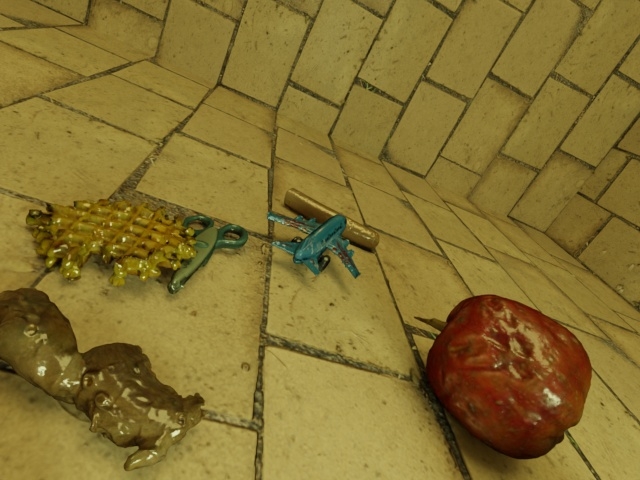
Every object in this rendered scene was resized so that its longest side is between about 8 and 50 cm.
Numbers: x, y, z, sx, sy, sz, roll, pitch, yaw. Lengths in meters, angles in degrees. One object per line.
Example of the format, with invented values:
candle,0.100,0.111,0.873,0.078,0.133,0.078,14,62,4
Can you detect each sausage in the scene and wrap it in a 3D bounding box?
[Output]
sausage,0.034,-0.060,1.179,0.301,0.065,0.066,27,24,3

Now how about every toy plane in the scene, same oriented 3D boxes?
toy plane,0.000,0.000,0.968,0.254,0.105,0.271,34,24,12

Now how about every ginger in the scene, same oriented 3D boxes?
ginger,-0.263,0.132,0.452,0.290,0.084,0.122,31,31,9

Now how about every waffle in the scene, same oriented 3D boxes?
waffle,-0.332,-0.009,0.672,0.229,0.051,0.232,32,32,29

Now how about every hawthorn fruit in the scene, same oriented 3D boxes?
hawthorn fruit,0.315,0.222,0.700,0.261,0.258,0.258,59,27,0

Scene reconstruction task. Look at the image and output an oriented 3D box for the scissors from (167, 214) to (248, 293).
scissors,-0.225,0.018,0.770,0.138,0.041,0.289,19,24,-5
